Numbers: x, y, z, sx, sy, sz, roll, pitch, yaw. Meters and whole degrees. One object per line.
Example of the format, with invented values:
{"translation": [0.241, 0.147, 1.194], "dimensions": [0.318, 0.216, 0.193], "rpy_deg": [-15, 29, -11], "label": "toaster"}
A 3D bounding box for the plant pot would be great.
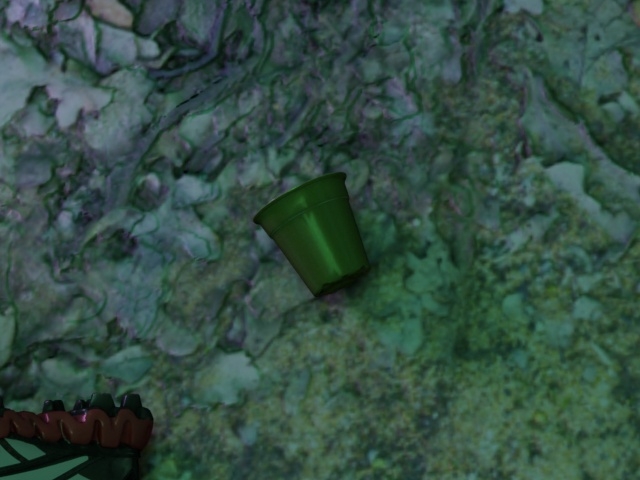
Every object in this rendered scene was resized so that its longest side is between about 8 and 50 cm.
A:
{"translation": [0.000, 0.000, 1.534], "dimensions": [0.083, 0.083, 0.079], "rpy_deg": [-26, 79, 1], "label": "plant pot"}

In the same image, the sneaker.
{"translation": [-0.242, 0.183, 1.435], "dimensions": [0.098, 0.276, 0.135], "rpy_deg": [-12, 78, 48], "label": "sneaker"}
